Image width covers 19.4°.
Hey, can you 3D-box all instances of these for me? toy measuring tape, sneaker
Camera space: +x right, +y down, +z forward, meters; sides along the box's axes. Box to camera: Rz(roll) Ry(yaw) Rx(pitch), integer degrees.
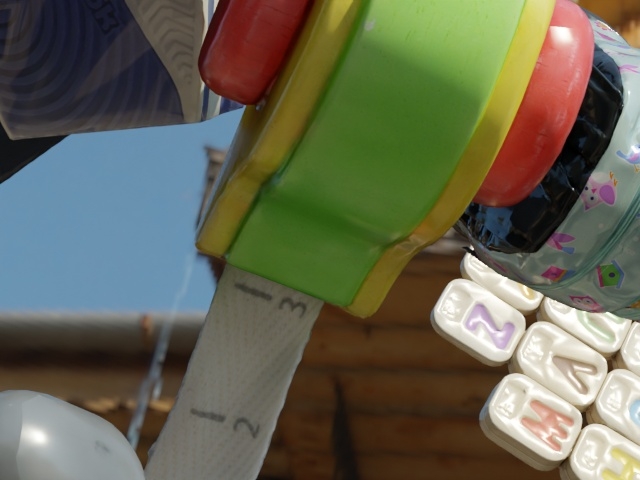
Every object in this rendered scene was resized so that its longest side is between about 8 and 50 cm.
[{"bbox_3d":[0.000,0.000,0.566,0.121,0.330,0.121,22,-3,1],"label":"toy measuring tape"},{"bbox_3d":[-0.048,-0.201,0.671,0.127,0.182,0.315,3,-72,36],"label":"sneaker"}]

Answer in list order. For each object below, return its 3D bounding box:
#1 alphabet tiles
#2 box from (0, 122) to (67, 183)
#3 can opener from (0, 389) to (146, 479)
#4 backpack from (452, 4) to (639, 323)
[{"bbox_3d":[0.233,0.077,1.450,0.278,0.284,0.021,33,-38,1],"label":"alphabet tiles"},{"bbox_3d":[-0.215,-0.101,0.982,0.207,0.108,0.153,-34,-64,2],"label":"box"},{"bbox_3d":[-0.133,0.126,0.393,0.280,0.074,0.093,-37,-38,26],"label":"can opener"},{"bbox_3d":[0.129,-0.037,0.902,0.115,0.182,0.152,21,-80,-16],"label":"backpack"}]
